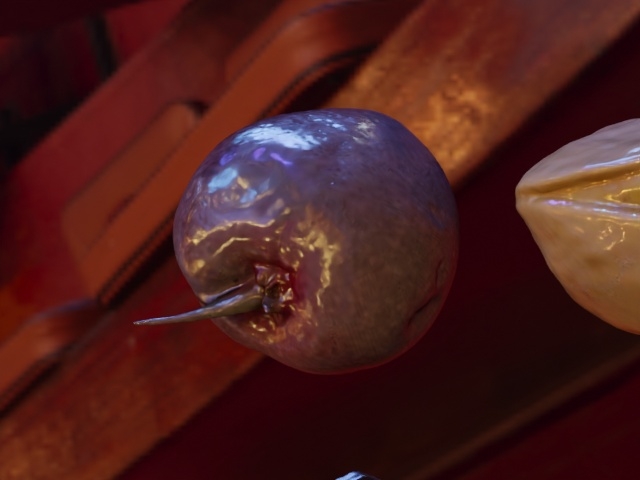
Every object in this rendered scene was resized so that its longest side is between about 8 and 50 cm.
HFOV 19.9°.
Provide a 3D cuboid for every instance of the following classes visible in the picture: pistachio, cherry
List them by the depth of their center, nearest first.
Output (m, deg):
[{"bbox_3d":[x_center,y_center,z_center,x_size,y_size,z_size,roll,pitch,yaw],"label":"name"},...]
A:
[{"bbox_3d":[0.175,-0.007,0.944,0.200,0.145,0.117,-160,71,-84],"label":"pistachio"},{"bbox_3d":[0.000,0.000,1.394,0.213,0.266,0.183,30,146,12],"label":"cherry"}]

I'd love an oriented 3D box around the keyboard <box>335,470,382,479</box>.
[{"bbox_3d":[0.049,0.220,0.716,0.262,0.106,0.016,61,148,9],"label":"keyboard"}]
